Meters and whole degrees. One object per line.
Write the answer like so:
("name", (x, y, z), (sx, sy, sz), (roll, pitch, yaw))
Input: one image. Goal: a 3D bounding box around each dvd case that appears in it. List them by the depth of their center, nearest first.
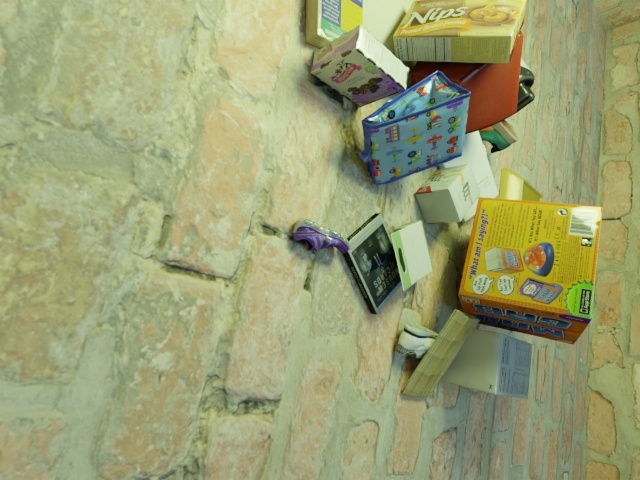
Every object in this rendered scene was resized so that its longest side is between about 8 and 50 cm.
("dvd case", (0.160, 0.067, 1.181), (0.179, 0.030, 0.238), (-41, 114, -35))

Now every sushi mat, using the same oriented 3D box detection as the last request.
("sushi mat", (0.381, 0.365, 1.290), (0.152, 0.019, 0.316), (26, 98, -40))

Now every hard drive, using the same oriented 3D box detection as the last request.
("hard drive", (0.536, -0.251, 1.488), (0.203, 0.040, 0.307), (-36, 113, -18))

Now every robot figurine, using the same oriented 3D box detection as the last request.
("robot figurine", (0.659, -0.599, 1.477), (0.209, 0.174, 0.277), (59, 7, -73))

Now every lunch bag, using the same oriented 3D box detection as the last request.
("lunch bag", (0.241, -0.282, 1.115), (0.294, 0.138, 0.220), (-29, 144, -8))

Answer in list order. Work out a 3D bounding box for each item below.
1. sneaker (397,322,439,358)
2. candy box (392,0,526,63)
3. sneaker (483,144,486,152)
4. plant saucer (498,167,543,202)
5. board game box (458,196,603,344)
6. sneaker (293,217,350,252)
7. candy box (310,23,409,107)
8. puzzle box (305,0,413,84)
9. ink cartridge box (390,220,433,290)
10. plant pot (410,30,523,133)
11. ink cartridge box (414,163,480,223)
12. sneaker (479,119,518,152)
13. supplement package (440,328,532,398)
("sneaker", (0.328, 0.329, 1.300), (0.235, 0.090, 0.094), (22, 89, -37))
("candy box", (0.387, -0.592, 1.143), (0.182, 0.317, 0.087), (-62, 149, -25))
("sneaker", (0.594, -0.307, 1.563), (0.076, 0.065, 0.166), (-2, 89, -38))
("plant saucer", (0.912, -0.125, 1.830), (0.333, 0.081, 0.332), (19, 77, -40))
("board game box", (0.699, 0.104, 1.377), (0.356, 0.357, 0.356), (47, 57, -57))
("sneaker", (0.000, 0.000, 1.030), (0.170, 0.068, 0.071), (22, 89, -31))
("candy box", (0.101, -0.441, 1.052), (0.196, 0.165, 0.070), (19, 75, -40))
("puzzle box", (0.127, -0.634, 1.158), (0.409, 0.052, 0.271), (4, 87, -42))
("ink cartridge box", (0.257, 0.042, 1.214), (0.235, 0.056, 0.170), (-18, 96, -51))
("plant pot", (0.429, -0.481, 1.268), (0.236, 0.267, 0.267), (-39, 137, -20))
("ink cartridge box", (0.429, -0.156, 1.363), (0.176, 0.128, 0.127), (-43, 116, -35))
("sneaker", (0.614, -0.457, 1.561), (0.302, 0.121, 0.108), (43, 43, -8))
("supplement package", (0.594, 0.432, 1.444), (0.263, 0.199, 0.197), (22, 74, -39))
